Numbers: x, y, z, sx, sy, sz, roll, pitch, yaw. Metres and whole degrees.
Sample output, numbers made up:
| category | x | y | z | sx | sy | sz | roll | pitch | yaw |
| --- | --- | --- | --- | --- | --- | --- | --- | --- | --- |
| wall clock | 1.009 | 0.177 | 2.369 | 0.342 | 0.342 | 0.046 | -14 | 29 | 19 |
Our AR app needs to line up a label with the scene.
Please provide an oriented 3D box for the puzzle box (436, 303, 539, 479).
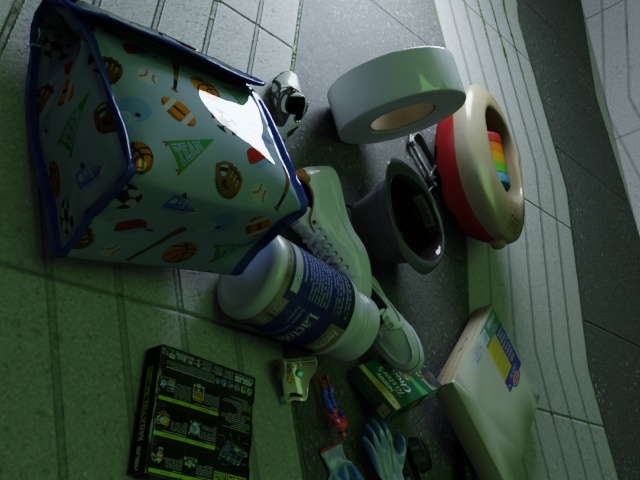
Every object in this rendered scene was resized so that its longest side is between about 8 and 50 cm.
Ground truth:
| category | x | y | z | sx | sy | sz | roll | pitch | yaw |
| --- | --- | --- | --- | --- | --- | --- | --- | --- | --- |
| puzzle box | 0.384 | 0.342 | 1.713 | 0.272 | 0.052 | 0.409 | 62 | 30 | -6 |

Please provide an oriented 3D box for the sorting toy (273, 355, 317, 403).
| category | x | y | z | sx | sy | sz | roll | pitch | yaw |
| --- | --- | --- | --- | --- | --- | --- | --- | --- | --- |
| sorting toy | -0.045 | 0.236 | 1.292 | 0.083 | 0.045 | 0.075 | 6 | 74 | -50 |

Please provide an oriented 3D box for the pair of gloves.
| category | x | y | z | sx | sy | sz | roll | pitch | yaw |
| --- | --- | --- | --- | --- | --- | --- | --- | --- | --- |
| pair of gloves | 0.088 | 0.407 | 1.344 | 0.198 | 0.023 | 0.159 | -19 | 83 | -39 |

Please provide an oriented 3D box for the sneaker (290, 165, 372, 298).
| category | x | y | z | sx | sy | sz | roll | pitch | yaw |
| --- | --- | --- | --- | --- | --- | --- | --- | --- | --- |
| sneaker | 0.000 | 0.000 | 1.437 | 0.123 | 0.106 | 0.290 | -8 | 72 | -39 |

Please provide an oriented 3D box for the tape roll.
| category | x | y | z | sx | sy | sz | roll | pitch | yaw |
| --- | --- | --- | --- | --- | --- | --- | --- | --- | --- |
| tape roll | 0.162 | -0.303 | 1.629 | 0.286 | 0.286 | 0.100 | -3 | 74 | -52 |

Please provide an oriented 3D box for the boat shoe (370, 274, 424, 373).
| category | x | y | z | sx | sy | sz | roll | pitch | yaw |
| --- | --- | --- | --- | --- | --- | --- | --- | --- | --- |
| boat shoe | 0.112 | 0.156 | 1.459 | 0.226 | 0.083 | 0.076 | 54 | 12 | 26 |

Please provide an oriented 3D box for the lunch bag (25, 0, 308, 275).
| category | x | y | z | sx | sy | sz | roll | pitch | yaw |
| --- | --- | --- | --- | --- | --- | --- | --- | --- | --- |
| lunch bag | -0.236 | -0.171 | 1.121 | 0.328 | 0.239 | 0.385 | 13 | 46 | -47 |

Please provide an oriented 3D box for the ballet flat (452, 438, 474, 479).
| category | x | y | z | sx | sy | sz | roll | pitch | yaw |
| --- | --- | --- | --- | --- | --- | --- | --- | --- | --- |
| ballet flat | 0.291 | 0.491 | 1.572 | 0.049 | 0.057 | 0.173 | 16 | 47 | -7 |

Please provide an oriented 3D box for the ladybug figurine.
| category | x | y | z | sx | sy | sz | roll | pitch | yaw |
| --- | --- | --- | --- | --- | --- | --- | --- | --- | --- |
| ladybug figurine | 0.397 | -0.181 | 1.944 | 0.305 | 0.162 | 0.449 | 31 | 49 | -48 |

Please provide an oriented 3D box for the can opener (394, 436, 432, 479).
| category | x | y | z | sx | sy | sz | roll | pitch | yaw |
| --- | --- | --- | --- | --- | --- | --- | --- | --- | --- |
| can opener | 0.180 | 0.462 | 1.435 | 0.059 | 0.073 | 0.186 | -24 | 100 | -61 |

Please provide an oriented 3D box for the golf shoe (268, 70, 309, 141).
| category | x | y | z | sx | sy | sz | roll | pitch | yaw |
| --- | --- | --- | --- | --- | --- | --- | --- | --- | --- |
| golf shoe | -0.055 | -0.271 | 1.504 | 0.077 | 0.094 | 0.198 | 37 | 44 | -32 |

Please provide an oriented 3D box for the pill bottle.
| category | x | y | z | sx | sy | sz | roll | pitch | yaw |
| --- | --- | --- | --- | --- | --- | --- | --- | --- | --- |
| pill bottle | -0.030 | 0.103 | 1.285 | 0.265 | 0.153 | 0.153 | 31 | 49 | -37 |

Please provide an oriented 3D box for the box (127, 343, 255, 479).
| category | x | y | z | sx | sy | sz | roll | pitch | yaw |
| --- | --- | --- | --- | --- | --- | --- | --- | --- | --- |
| box | -0.178 | 0.265 | 1.108 | 0.191 | 0.045 | 0.184 | 29 | 53 | -41 |

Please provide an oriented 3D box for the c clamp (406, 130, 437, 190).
| category | x | y | z | sx | sy | sz | roll | pitch | yaw |
| --- | --- | --- | --- | --- | --- | --- | --- | --- | --- |
| c clamp | 0.260 | -0.206 | 1.915 | 0.137 | 0.022 | 0.160 | -36 | 100 | -52 |

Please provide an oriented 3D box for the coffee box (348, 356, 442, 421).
| category | x | y | z | sx | sy | sz | roll | pitch | yaw |
| --- | --- | --- | --- | --- | --- | --- | --- | --- | --- |
| coffee box | 0.148 | 0.273 | 1.472 | 0.184 | 0.040 | 0.113 | -8 | 50 | -52 |

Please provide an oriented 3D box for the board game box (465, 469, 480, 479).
| category | x | y | z | sx | sy | sz | roll | pitch | yaw |
| --- | --- | --- | --- | --- | --- | --- | --- | --- | --- |
| board game box | 0.361 | 0.598 | 1.600 | 0.160 | 0.039 | 0.211 | 35 | 46 | -35 |

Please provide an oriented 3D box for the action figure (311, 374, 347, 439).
| category | x | y | z | sx | sy | sz | roll | pitch | yaw |
| --- | --- | --- | --- | --- | --- | --- | --- | --- | --- |
| action figure | 0.019 | 0.294 | 1.339 | 0.038 | 0.030 | 0.115 | 8 | 51 | -54 |

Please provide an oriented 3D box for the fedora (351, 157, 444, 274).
| category | x | y | z | sx | sy | sz | roll | pitch | yaw |
| --- | --- | --- | --- | --- | --- | --- | --- | --- | --- |
| fedora | 0.152 | -0.038 | 1.606 | 0.275 | 0.124 | 0.243 | 19 | 59 | -55 |
